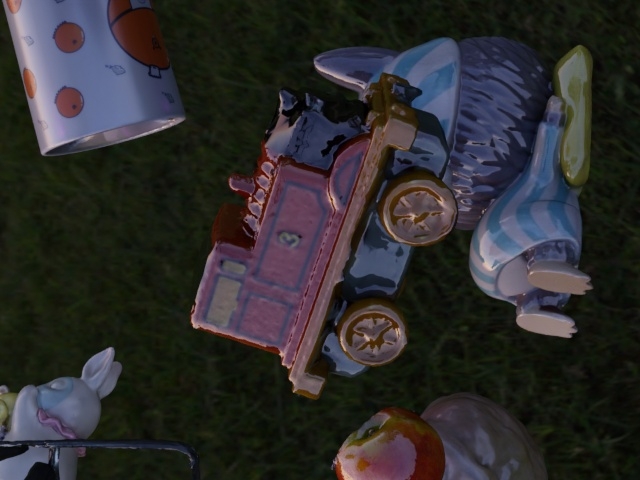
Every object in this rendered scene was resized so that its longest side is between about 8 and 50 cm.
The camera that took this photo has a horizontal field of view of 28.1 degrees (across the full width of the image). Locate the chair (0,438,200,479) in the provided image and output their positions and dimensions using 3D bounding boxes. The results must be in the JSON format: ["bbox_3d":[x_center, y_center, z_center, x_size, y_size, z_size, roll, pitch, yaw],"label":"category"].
[{"bbox_3d":[-0.205,0.219,0.887,0.221,0.140,0.145,7,126,9],"label":"chair"}]

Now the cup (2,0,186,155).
[{"bbox_3d":[-0.338,-0.299,1.828,0.212,0.212,0.317,-15,91,27],"label":"cup"}]

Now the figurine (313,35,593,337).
[{"bbox_3d":[0.142,-0.081,1.595,0.378,0.266,0.361,3,56,6],"label":"figurine"}]

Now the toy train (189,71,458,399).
[{"bbox_3d":[0.000,0.000,1.337,0.232,0.163,0.369,15,113,-8],"label":"toy train"}]

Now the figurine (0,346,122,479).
[{"bbox_3d":[-0.373,0.247,1.747,0.155,0.127,0.235,5,56,24],"label":"figurine"}]

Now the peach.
[{"bbox_3d":[0.065,0.192,1.071,0.061,0.098,0.098,30,103,60],"label":"peach"}]

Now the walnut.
[{"bbox_3d":[0.192,0.339,1.773,0.248,0.248,0.248,-2,85,28],"label":"walnut"}]
